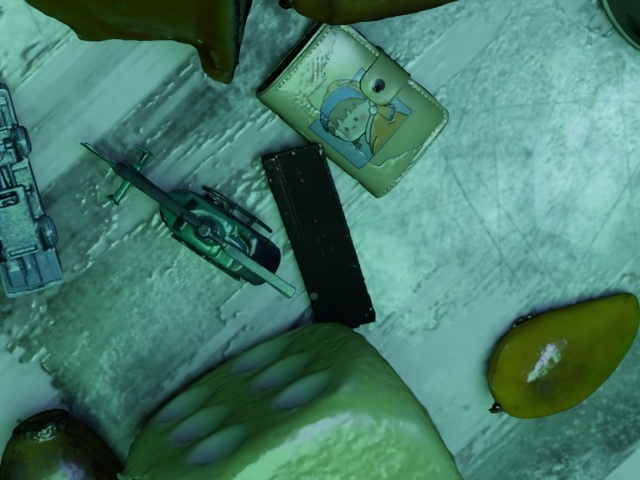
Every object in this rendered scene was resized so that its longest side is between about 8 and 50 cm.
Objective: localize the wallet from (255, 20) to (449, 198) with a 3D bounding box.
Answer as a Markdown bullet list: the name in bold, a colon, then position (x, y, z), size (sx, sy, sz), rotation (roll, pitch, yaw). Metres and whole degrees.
- **wallet**: position (0.033, -0.124, 1.520), size (0.155, 0.039, 0.110), rotation (38, 98, -21)

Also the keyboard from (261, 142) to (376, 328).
- **keyboard**: position (0.000, 0.000, 1.555), size (0.060, 0.018, 0.195), rotation (-13, 115, 10)

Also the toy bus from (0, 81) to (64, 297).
- **toy bus**: position (-0.276, -0.047, 1.464), size (0.064, 0.075, 0.190), rotation (-15, 111, -5)

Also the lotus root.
- **lotus root**: position (-0.226, 0.269, 1.550), size (0.123, 0.124, 0.241), rotation (-26, 110, -5)

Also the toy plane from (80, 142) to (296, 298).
- **toy plane**: position (-0.119, -0.021, 1.497), size (0.235, 0.096, 0.060), rotation (34, 96, -1)

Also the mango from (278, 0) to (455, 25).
- **mango**: position (0.069, -0.273, 1.424), size (0.249, 0.156, 0.151), rotation (-19, 74, -6)

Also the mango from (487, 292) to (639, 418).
- **mango**: position (0.241, 0.114, 1.630), size (0.187, 0.066, 0.101), rotation (-29, 112, -10)

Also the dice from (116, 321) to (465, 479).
- **dice**: position (-0.015, 0.243, 1.497), size (0.254, 0.252, 0.249), rotation (-32, 106, -12)

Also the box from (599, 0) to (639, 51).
- **box**: position (0.372, -0.254, 1.487), size (0.226, 0.149, 0.226), rotation (-3, 108, -10)

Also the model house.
- **model house**: position (-0.160, -0.296, 1.380), size (0.239, 0.173, 0.268), rotation (8, 75, -1)
